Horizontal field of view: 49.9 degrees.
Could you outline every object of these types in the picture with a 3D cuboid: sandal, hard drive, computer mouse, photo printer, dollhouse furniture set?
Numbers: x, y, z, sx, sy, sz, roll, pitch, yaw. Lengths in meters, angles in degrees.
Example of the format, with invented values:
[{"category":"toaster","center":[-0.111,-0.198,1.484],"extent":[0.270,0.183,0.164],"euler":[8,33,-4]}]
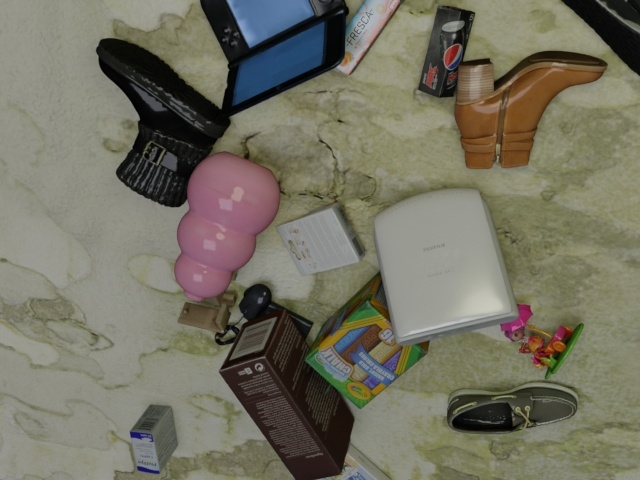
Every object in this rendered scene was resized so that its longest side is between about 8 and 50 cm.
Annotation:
[{"category":"sandal","center":[0.552,-0.407,1.214],"extent":[0.445,0.167,0.107],"euler":[41,99,-4]},{"category":"hard drive","center":[-0.095,0.215,1.724],"extent":[0.135,0.022,0.094],"euler":[27,116,4]},{"category":"computer mouse","center":[-0.202,0.191,1.721],"extent":[0.071,0.041,0.242],"euler":[48,121,12]},{"category":"photo printer","center":[0.249,0.043,1.435],"extent":[0.255,0.107,0.308],"euler":[-14,69,13]},{"category":"dollhouse furniture set","center":[-0.282,0.119,1.669],"extent":[0.123,0.144,0.151],"euler":[11,151,11]}]

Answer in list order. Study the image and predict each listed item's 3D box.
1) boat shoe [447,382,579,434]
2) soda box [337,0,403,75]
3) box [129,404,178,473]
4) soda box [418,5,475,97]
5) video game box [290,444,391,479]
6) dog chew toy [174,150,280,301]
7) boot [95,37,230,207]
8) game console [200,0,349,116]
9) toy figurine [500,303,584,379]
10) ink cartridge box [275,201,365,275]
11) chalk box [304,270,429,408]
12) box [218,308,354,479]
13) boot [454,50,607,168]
[{"category":"boat shoe","center":[0.448,0.403,1.613],"extent":[0.304,0.091,0.109],"euler":[-7,110,18]},{"category":"soda box","center":[0.088,-0.424,1.385],"extent":[0.063,0.058,0.183],"euler":[38,116,-1]},{"category":"box","center":[-0.461,0.550,1.909],"extent":[0.072,0.126,0.137],"euler":[1,112,14]},{"category":"soda box","center":[0.247,-0.370,1.355],"extent":[0.060,0.053,0.169],"euler":[31,122,37]},{"category":"video game box","center":[0.053,0.636,1.846],"extent":[0.205,0.048,0.187],"euler":[42,118,-5]},{"category":"dog chew toy","center":[-0.222,-0.024,1.525],"extent":[0.206,0.206,0.332],"euler":[23,96,5]},{"category":"boot","center":[-0.400,-0.257,1.551],"extent":[0.348,0.131,0.260],"euler":[39,117,-3]},{"category":"game console","center":[-0.106,-0.425,1.367],"extent":[0.293,0.173,0.250],"euler":[-19,106,25]},{"category":"toy figurine","center":[0.472,0.212,1.535],"extent":[0.159,0.130,0.173],"euler":[31,142,16]},{"category":"ink cartridge box","center":[0.000,0.000,1.609],"extent":[0.179,0.045,0.145],"euler":[-15,109,40]},{"category":"chalk box","center":[0.095,0.245,1.597],"extent":[0.179,0.180,0.289],"euler":[43,115,-5]},{"category":"box","center":[-0.070,0.379,1.668],"extent":[0.143,0.191,0.381],"euler":[-22,112,24]},{"category":"boot","center":[0.407,-0.247,1.346],"extent":[0.283,0.109,0.220],"euler":[-4,115,11]}]
